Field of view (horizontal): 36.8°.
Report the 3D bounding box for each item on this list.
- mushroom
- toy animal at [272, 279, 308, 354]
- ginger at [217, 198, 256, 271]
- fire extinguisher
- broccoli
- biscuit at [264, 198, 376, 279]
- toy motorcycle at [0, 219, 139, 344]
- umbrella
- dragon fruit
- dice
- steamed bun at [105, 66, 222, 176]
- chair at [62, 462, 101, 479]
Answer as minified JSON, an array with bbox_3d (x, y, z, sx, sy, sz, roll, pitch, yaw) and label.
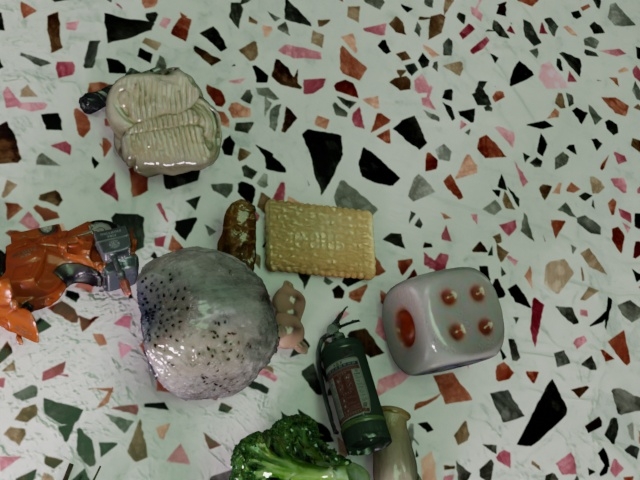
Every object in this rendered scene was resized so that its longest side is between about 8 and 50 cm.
[{"bbox_3d":[0.147,0.448,1.892,0.108,0.096,0.247,20,60,-56],"label":"mushroom"},{"bbox_3d":[-0.066,0.152,1.912,0.083,0.089,0.150,7,61,-19],"label":"toy animal"},{"bbox_3d":[-0.166,-0.001,1.910,0.073,0.103,0.162,1,91,-10],"label":"ginger"},{"bbox_3d":[0.056,0.272,1.901,0.093,0.118,0.294,38,30,-55],"label":"fire extinguisher"},{"bbox_3d":[-0.025,0.461,1.732,0.308,0.275,0.308,36,41,-40],"label":"broccoli"},{"bbox_3d":[0.000,0.000,2.021,0.249,0.030,0.160,5,71,-23],"label":"biscuit"},{"bbox_3d":[-0.476,0.067,1.726,0.325,0.148,0.221,-14,57,-21],"label":"toy motorcycle"},{"bbox_3d":[-0.398,-0.308,1.935,0.188,0.046,0.050,-31,126,-29],"label":"umbrella"},{"bbox_3d":[-0.200,0.137,1.747,0.204,0.221,0.283,-15,74,10],"label":"dragon fruit"},{"bbox_3d":[0.251,0.168,1.986,0.192,0.194,0.193,-8,75,-25],"label":"dice"},{"bbox_3d":[-0.302,-0.230,1.903,0.218,0.144,0.211,-10,89,0],"label":"steamed bun"},{"bbox_3d":[-0.426,0.489,1.626,0.104,0.095,0.221,26,64,-4],"label":"chair"}]
